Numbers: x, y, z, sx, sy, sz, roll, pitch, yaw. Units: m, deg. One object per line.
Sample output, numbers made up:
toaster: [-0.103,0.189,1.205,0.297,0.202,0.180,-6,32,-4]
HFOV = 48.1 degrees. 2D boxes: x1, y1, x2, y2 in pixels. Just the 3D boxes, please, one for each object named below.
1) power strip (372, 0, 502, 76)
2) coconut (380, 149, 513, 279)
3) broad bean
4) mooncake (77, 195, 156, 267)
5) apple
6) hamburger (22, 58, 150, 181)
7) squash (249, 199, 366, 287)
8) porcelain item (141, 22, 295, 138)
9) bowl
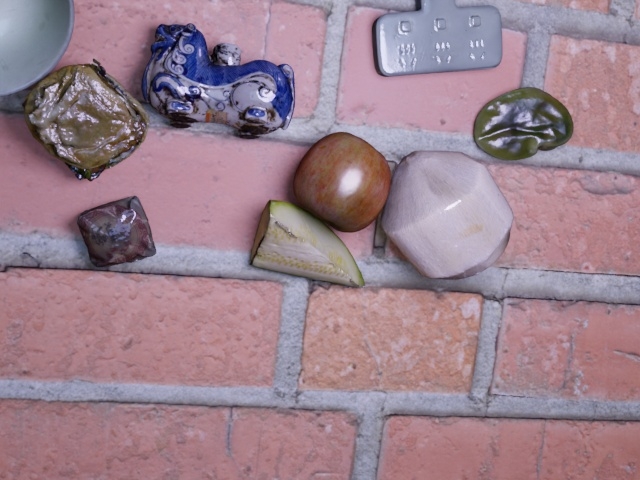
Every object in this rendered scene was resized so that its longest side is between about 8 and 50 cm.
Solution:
power strip: [0.235,-0.436,1.450,0.265,0.059,0.194,-7,101,-9]
coconut: [0.243,-0.061,1.424,0.237,0.237,0.266,-41,103,-3]
broad bean: [0.429,-0.245,1.514,0.206,0.072,0.153,1,93,-11]
mooncake: [-0.394,-0.012,1.387,0.130,0.073,0.125,-17,104,-6]
apple: [0.045,-0.115,1.399,0.188,0.188,0.174,33,90,-14]
hamburger: [-0.434,-0.229,1.330,0.183,0.130,0.206,-41,123,-1]
squash: [0.000,0.000,1.448,0.252,0.093,0.169,13,141,-12]
porcelain item: [-0.189,-0.301,1.362,0.288,0.138,0.186,6,81,-8]
bowl: [-0.583,-0.404,1.190,0.307,0.163,0.307,-24,141,-21]
